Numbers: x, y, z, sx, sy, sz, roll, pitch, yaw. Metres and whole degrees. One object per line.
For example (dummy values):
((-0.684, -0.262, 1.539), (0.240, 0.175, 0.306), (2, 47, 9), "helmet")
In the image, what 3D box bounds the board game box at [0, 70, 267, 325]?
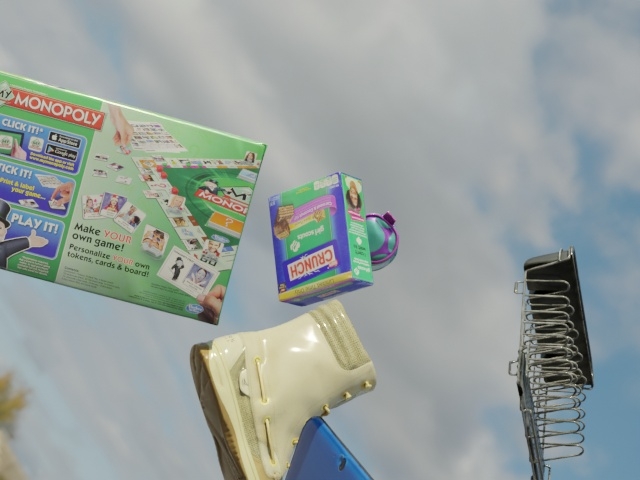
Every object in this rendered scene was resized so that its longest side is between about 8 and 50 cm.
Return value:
((-0.239, -0.048, 1.741), (0.317, 0.213, 0.046), (16, 4, -6), "board game box")

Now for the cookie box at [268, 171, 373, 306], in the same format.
((0.000, 0.000, 1.492), (0.092, 0.040, 0.107), (-19, -110, 35), "cookie box")

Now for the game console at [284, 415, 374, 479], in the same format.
((0.051, 0.347, 1.471), (0.250, 0.173, 0.293), (48, -2, -24), "game console")

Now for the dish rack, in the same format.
((0.277, 0.161, 1.865), (0.271, 0.074, 0.208), (-74, 153, -54), "dish rack")

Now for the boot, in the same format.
((-0.021, 0.216, 1.815), (0.095, 0.203, 0.262), (-21, -92, 68), "boot")

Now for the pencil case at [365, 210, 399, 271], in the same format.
((0.063, 0.002, 1.903), (0.064, 0.070, 0.152), (47, -1, 4), "pencil case")
